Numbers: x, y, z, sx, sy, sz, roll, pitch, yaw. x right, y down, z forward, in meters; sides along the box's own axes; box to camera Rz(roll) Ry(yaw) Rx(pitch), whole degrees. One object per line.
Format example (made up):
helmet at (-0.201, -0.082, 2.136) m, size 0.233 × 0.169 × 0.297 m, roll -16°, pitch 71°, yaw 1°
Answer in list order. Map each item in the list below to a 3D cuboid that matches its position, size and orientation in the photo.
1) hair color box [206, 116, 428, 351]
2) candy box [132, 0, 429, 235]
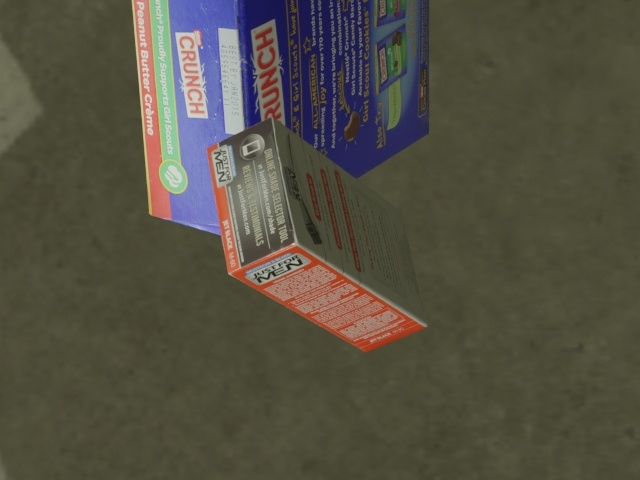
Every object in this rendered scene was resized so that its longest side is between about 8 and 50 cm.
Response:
hair color box at (0.000, 0.000, 1.090) m, size 0.053 × 0.167 × 0.093 m, roll -24°, pitch 59°, yaw 21°
candy box at (-0.025, -0.180, 1.509) m, size 0.122 × 0.317 × 0.268 m, roll 11°, pitch 115°, yaw 28°
